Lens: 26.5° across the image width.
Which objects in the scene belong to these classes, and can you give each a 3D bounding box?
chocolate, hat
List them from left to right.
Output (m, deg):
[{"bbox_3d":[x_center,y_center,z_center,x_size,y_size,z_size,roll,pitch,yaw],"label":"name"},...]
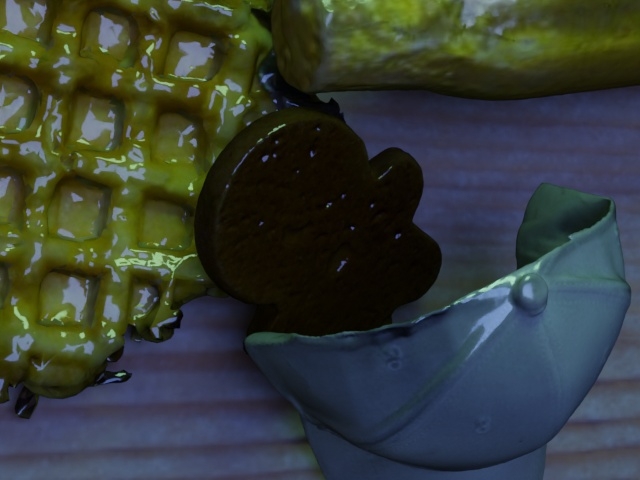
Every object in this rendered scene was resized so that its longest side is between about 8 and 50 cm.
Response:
[{"bbox_3d":[0.112,0.120,0.939,0.258,0.168,0.301,-26,126,-18],"label":"hat"},{"bbox_3d":[0.169,-0.183,0.985,0.445,0.162,0.162,-11,90,-30],"label":"chocolate"}]

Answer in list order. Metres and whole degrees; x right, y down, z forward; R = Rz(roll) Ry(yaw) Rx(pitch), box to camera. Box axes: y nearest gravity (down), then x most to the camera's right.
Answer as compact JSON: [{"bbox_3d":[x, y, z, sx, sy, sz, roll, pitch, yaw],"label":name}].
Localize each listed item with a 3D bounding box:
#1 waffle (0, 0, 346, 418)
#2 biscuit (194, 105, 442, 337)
[{"bbox_3d":[-0.193,-0.090,0.906,0.380,0.095,0.382,-35,102,-19],"label":"waffle"},{"bbox_3d":[0.000,0.000,0.944,0.180,0.039,0.236,-51,138,-7],"label":"biscuit"}]
